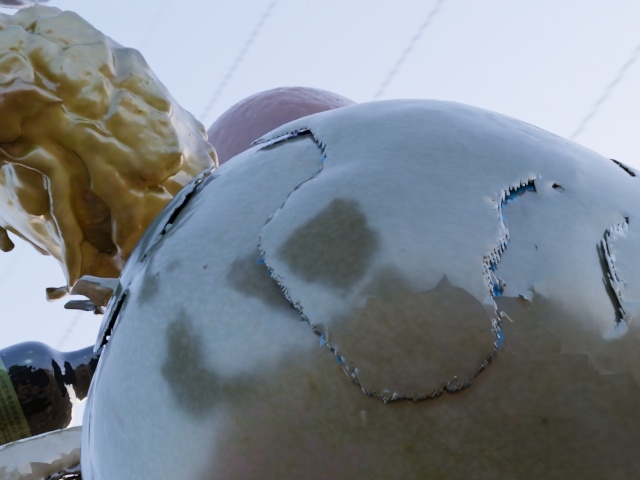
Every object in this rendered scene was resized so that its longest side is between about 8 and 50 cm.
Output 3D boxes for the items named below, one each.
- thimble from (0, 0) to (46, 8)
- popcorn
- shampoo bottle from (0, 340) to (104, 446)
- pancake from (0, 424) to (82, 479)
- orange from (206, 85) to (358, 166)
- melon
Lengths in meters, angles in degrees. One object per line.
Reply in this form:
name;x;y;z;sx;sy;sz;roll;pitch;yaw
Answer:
thimble;-0.080;-0.149;0.400;0.118;0.127;0.151;-47;-1;-20
popcorn;-0.195;-0.068;1.149;0.190;0.250;0.250;-39;-44;-3
shampoo bottle;-0.307;0.158;1.380;0.283;0.101;0.101;-21;-44;-16
pancake;-0.229;0.186;0.889;0.282;0.049;0.282;-34;-10;-7
orange;0.003;-0.002;1.421;0.274;0.274;0.310;-31;-84;1
melon;0.058;0.092;0.548;0.330;0.268;0.268;31;-67;-14
